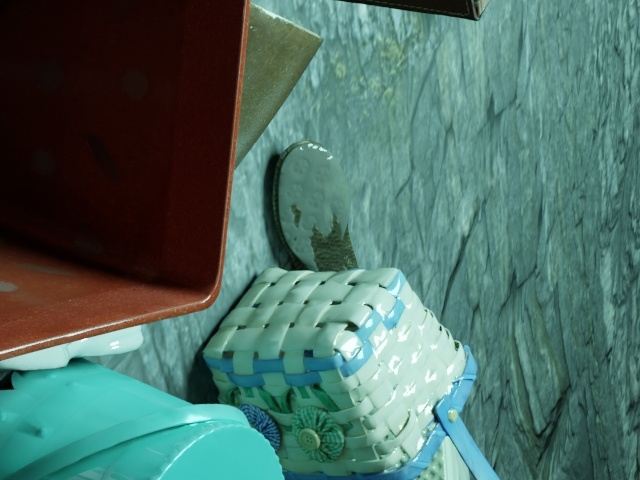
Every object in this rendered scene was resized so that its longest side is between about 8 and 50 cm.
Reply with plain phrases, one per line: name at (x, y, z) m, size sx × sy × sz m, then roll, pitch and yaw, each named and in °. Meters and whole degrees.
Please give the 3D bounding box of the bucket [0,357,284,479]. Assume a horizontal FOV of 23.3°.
bucket at (-0.165, 0.237, 1.239) m, size 0.281 × 0.183 × 0.281 m, roll -31°, pitch 128°, yaw -53°

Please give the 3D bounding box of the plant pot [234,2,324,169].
plant pot at (-0.143, -0.092, 1.156) m, size 0.215 × 0.215 × 0.230 m, roll 15°, pitch 102°, yaw -61°

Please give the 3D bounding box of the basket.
basket at (0.031, 0.170, 1.505) m, size 0.289 × 0.255 × 0.201 m, roll 56°, pitch 49°, yaw -29°

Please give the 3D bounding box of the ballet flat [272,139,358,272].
ballet flat at (0.000, 0.000, 1.579) m, size 0.084 × 0.058 × 0.250 m, roll -27°, pitch 127°, yaw -10°

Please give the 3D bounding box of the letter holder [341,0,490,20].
letter holder at (-0.002, -0.313, 1.182) m, size 0.152 × 0.302 × 0.214 m, roll -57°, pitch 145°, yaw -32°

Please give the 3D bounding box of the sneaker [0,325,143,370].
sneaker at (-0.214, 0.051, 1.207) m, size 0.212 × 0.080 × 0.094 m, roll -12°, pitch 100°, yaw -66°

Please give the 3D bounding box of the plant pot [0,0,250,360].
plant pot at (-0.218, -0.094, 0.957) m, size 0.267 × 0.236 × 0.267 m, roll -12°, pitch 111°, yaw -58°

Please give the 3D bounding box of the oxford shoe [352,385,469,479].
oxford shoe at (0.100, 0.375, 1.708) m, size 0.130 × 0.169 × 0.449 m, roll 60°, pitch 27°, yaw -61°
